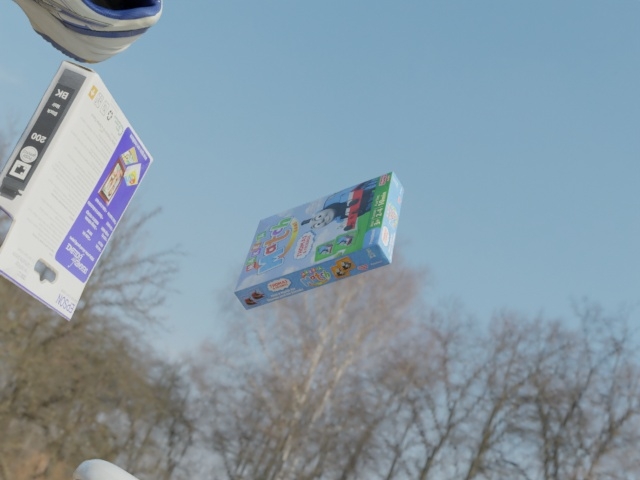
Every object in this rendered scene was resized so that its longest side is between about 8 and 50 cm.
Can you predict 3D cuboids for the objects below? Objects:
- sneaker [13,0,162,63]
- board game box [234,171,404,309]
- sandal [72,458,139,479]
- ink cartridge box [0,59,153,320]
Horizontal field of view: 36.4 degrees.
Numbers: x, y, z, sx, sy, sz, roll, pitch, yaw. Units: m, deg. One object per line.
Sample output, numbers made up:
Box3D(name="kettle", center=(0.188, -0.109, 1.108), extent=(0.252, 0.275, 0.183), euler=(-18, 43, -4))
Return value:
Box3D(name="sneaker", center=(-0.285, -0.290, 0.953), extent=(0.131, 0.112, 0.296), euler=(-15, -30, 40))
Box3D(name="board game box", center=(0.000, 0.000, 1.267), extent=(0.211, 0.160, 0.039), euler=(-20, -59, 25))
Box3D(name="sandal", center=(-0.127, 0.330, 0.828), extent=(0.169, 0.102, 0.416), euler=(22, -35, 25))
Box3D(name="ink cartridge box", center=(-0.255, -0.041, 0.978), extent=(0.045, 0.208, 0.206), euler=(20, -16, 12))
